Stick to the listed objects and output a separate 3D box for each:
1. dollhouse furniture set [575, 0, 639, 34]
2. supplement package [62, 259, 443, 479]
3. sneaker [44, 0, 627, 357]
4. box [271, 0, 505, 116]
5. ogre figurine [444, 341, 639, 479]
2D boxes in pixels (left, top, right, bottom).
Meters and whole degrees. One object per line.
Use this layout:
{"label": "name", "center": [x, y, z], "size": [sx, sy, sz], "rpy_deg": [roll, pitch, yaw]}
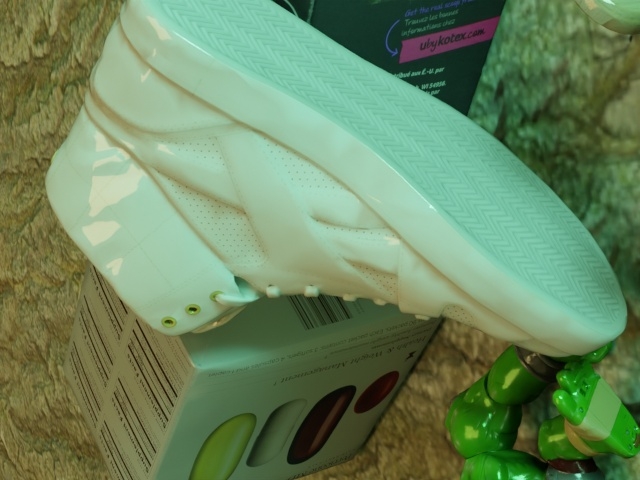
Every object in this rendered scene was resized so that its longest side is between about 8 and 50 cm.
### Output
{"label": "dollhouse furniture set", "center": [0.191, -0.092, 0.352], "size": [0.242, 0.161, 0.212], "rpy_deg": [62, 145, 24]}
{"label": "supplement package", "center": [-0.054, 0.069, 0.759], "size": [0.149, 0.194, 0.203], "rpy_deg": [58, 144, 29]}
{"label": "sneaker", "center": [0.000, 0.000, 0.570], "size": [0.292, 0.108, 0.169], "rpy_deg": [33, 125, -7]}
{"label": "box", "center": [0.014, -0.192, 0.613], "size": [0.165, 0.143, 0.270], "rpy_deg": [48, 137, 37]}
{"label": "ogre figurine", "center": [0.127, 0.143, 0.598], "size": [0.118, 0.097, 0.197], "rpy_deg": [-32, 81, 46]}
